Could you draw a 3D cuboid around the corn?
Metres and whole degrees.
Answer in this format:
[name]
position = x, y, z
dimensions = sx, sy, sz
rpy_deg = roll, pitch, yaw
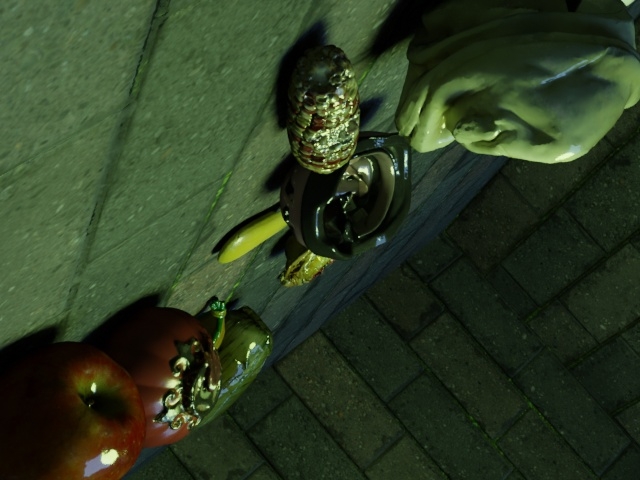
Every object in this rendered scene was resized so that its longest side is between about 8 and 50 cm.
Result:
[corn]
position = 0.005, -0.162, 1.373
dimensions = 0.098, 0.098, 0.290
rpy_deg = -40, 171, -10

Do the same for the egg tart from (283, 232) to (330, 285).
[egg tart]
position = -0.001, -0.001, 2.173
dimensions = 0.212, 0.090, 0.212
rpy_deg = -41, 174, -6

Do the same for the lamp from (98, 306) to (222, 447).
[lamp]
position = -0.254, 0.217, 1.736
dimensions = 0.227, 0.227, 0.227
rpy_deg = -40, 171, -7

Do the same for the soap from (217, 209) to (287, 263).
[soap]
position = -0.110, -0.011, 1.832
dimensions = 0.168, 0.033, 0.089
rpy_deg = -32, 169, -48

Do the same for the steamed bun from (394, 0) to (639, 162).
[steamed bun]
position = 0.254, -0.267, 1.487
dimensions = 0.347, 0.237, 0.394
rpy_deg = -14, -156, -4

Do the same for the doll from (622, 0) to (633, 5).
[doll]
position = 0.430, -0.395, 1.921
dimensions = 0.348, 0.161, 0.423
rpy_deg = -57, -178, -9

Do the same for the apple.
[apple]
position = -0.356, 0.253, 1.478
dimensions = 0.230, 0.230, 0.230
rpy_deg = -40, 171, -7

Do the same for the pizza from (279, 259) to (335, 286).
[pizza]
position = -0.003, 0.044, 2.510
dimensions = 0.193, 0.053, 0.201
rpy_deg = -47, 169, 35

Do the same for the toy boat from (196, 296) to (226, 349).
[toy boat]
position = -0.264, 0.203, 2.111
dimensions = 0.229, 0.089, 0.088
rpy_deg = -41, 134, -12

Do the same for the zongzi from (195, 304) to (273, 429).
[zongzi]
position = -0.282, 0.294, 2.258
dimensions = 0.360, 0.160, 0.323
rpy_deg = -19, 152, -52

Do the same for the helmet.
[helmet]
position = 0.032, -0.079, 1.732
dimensions = 0.253, 0.154, 0.198
rpy_deg = -45, 139, -51
